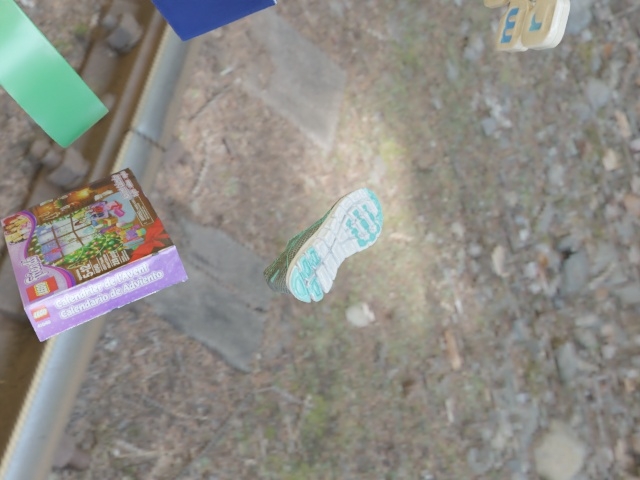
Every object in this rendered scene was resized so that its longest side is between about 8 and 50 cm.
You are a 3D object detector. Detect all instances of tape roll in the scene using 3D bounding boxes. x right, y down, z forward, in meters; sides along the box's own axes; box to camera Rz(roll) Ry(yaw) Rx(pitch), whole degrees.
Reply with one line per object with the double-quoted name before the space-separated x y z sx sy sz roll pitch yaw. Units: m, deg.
"tape roll" -0.395 -0.259 1.449 0.077 0.321 0.321 -41 111 -4

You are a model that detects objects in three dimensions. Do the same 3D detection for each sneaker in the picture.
"sneaker" 0.000 0.000 1.236 0.166 0.076 0.065 -43 116 -36

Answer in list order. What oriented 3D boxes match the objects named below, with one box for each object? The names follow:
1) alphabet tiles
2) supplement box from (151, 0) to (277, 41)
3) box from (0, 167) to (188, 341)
"alphabet tiles" 0.263 -0.350 1.305 0.021 0.278 0.284 13 92 -17
"supplement box" -0.230 -0.576 2.101 0.194 0.195 0.357 51 21 -61
"box" -0.311 0.009 1.574 0.201 0.293 0.057 -24 119 -10
